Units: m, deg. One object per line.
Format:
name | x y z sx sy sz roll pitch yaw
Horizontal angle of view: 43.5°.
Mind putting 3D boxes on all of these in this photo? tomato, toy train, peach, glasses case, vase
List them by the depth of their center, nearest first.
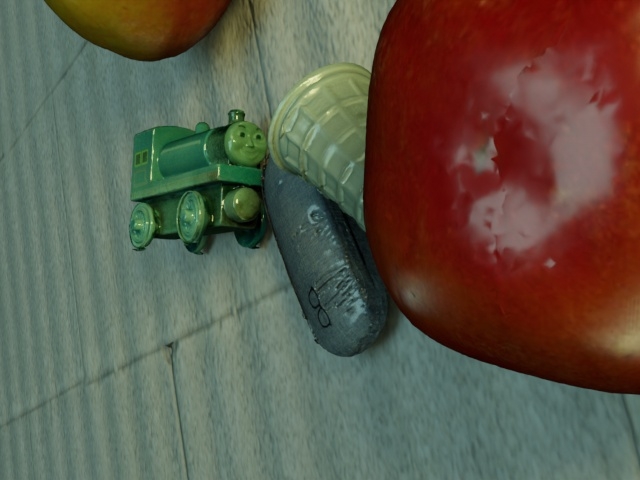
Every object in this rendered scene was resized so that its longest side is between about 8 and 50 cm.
tomato | 0.181 -0.062 0.506 0.325 0.289 0.293 25 110 44
vase | 0.079 -0.035 0.776 0.299 0.143 0.143 52 129 37
glasses case | 0.000 0.000 0.933 0.109 0.067 0.283 -46 56 40
peach | -0.255 -0.421 1.081 0.372 0.290 0.373 23 137 22
toy train | -0.173 -0.081 1.127 0.298 0.120 0.194 -5 81 53
